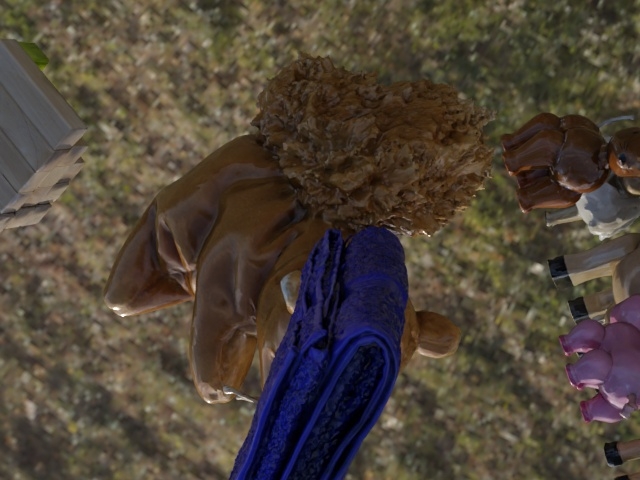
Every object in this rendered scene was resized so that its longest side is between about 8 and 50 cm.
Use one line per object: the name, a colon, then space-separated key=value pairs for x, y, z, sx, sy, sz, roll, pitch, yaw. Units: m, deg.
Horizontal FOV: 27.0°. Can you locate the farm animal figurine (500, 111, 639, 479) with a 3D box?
farm animal figurine: x=0.271 y=0.050 z=0.999 sx=0.172 sy=0.327 sz=0.330 roll=-19 pitch=79 yaw=12

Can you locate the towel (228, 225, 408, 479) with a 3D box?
towel: x=-0.014 y=0.113 z=0.917 sx=0.076 sy=0.308 sz=0.228 roll=25 pitch=103 yaw=-1

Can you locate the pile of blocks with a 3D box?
pile of blocks: x=-0.304 y=-0.133 z=0.974 sx=0.362 sy=0.112 sz=0.149 roll=25 pitch=105 yaw=17

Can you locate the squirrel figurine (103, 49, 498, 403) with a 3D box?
squirrel figurine: x=0.000 y=0.000 z=1.329 sx=0.281 sy=0.397 sz=0.370 roll=25 pitch=-174 yaw=-20
